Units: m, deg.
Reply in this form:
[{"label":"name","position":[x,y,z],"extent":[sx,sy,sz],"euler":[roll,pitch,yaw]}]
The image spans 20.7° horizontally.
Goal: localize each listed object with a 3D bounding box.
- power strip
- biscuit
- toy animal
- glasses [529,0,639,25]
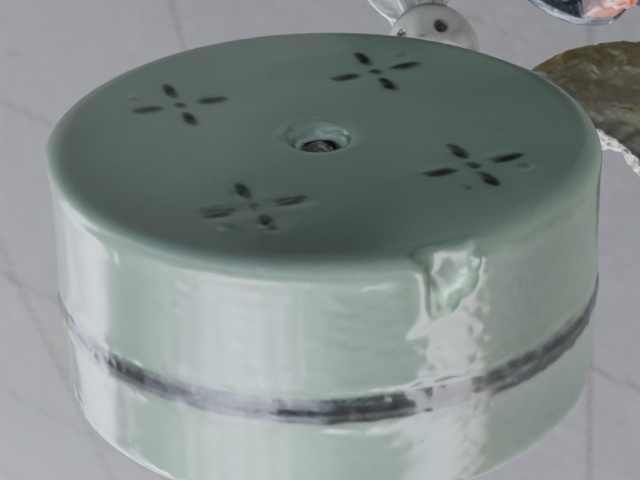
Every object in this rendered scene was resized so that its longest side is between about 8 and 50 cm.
[{"label":"power strip","position":[0.000,0.000,1.086],"extent":[0.357,0.357,0.161],"euler":[19,125,32]},{"label":"biscuit","position":[0.299,-0.099,1.478],"extent":[0.250,0.133,0.032],"euler":[46,165,31]},{"label":"toy animal","position":[0.108,-0.227,1.837],"extent":[0.221,0.103,0.131],"euler":[67,-166,1]},{"label":"glasses","position":[0.160,-0.251,0.829],"extent":[0.268,0.118,0.234],"euler":[-35,66,56]}]
